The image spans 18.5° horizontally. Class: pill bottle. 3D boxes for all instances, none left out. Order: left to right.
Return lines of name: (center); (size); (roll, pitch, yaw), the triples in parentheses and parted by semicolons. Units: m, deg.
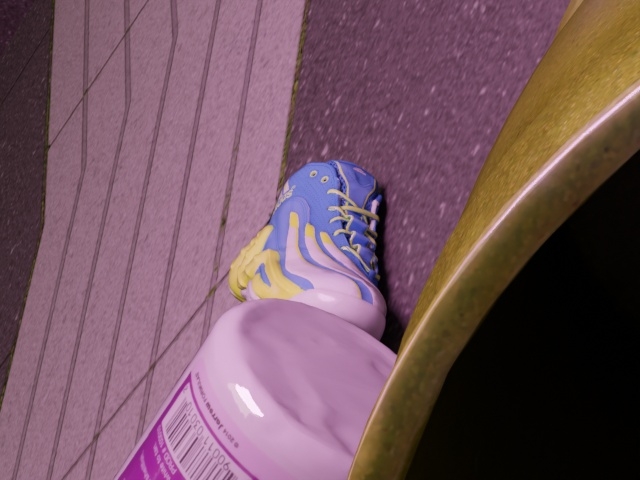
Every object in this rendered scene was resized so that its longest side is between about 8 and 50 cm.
pill bottle: (-0.061, 0.196, 1.204); (0.301, 0.169, 0.169); (-56, 23, 25)

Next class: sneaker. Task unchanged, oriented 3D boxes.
sneaker: (0.000, 0.000, 1.374); (0.126, 0.091, 0.240); (-67, 20, -3)

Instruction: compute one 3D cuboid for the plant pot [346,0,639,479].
plant pot: (0.188, 0.027, 0.583); (0.366, 0.366, 0.353); (-58, 11, 22)
